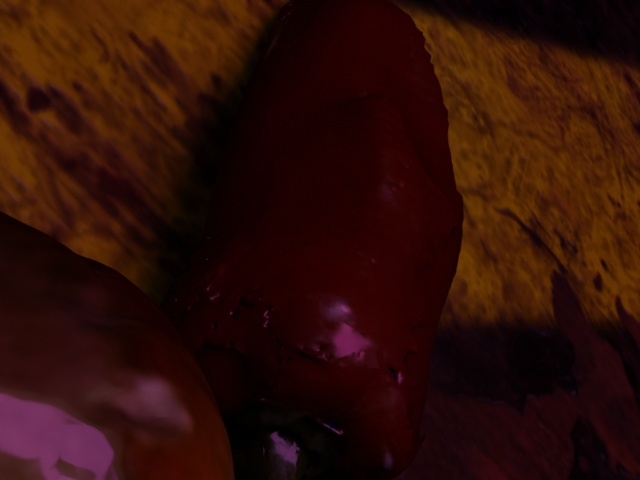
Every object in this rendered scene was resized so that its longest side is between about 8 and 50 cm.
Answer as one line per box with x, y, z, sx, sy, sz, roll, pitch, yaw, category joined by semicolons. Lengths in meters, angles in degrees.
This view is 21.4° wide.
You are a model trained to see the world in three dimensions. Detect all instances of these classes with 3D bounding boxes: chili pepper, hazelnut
0.000;0.000;0.662;0.110;0.110;0.387;46;32;-25;chili pepper
-0.098;0.072;0.419;0.182;0.182;0.182;32;44;-38;hazelnut
